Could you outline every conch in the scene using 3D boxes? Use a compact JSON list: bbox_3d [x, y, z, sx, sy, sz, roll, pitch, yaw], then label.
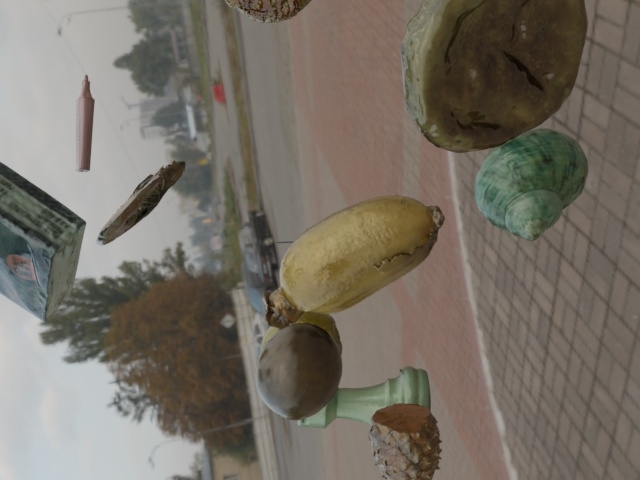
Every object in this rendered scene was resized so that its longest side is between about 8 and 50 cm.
[{"bbox_3d":[0.325,-0.087,1.069,0.188,0.176,0.122,-64,22,-7],"label":"conch"}]

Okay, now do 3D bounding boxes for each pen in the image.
[{"bbox_3d":[-0.480,-0.239,1.427,0.053,0.032,0.197,-3,85,60],"label":"pen"}]

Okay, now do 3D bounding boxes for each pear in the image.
[{"bbox_3d":[-0.033,0.209,1.371,0.149,0.162,0.149,51,-159,-29],"label":"pear"}]

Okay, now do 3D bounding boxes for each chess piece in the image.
[{"bbox_3d":[0.098,0.386,1.649,0.194,0.299,0.194,4,-90,-89],"label":"chess piece"}]

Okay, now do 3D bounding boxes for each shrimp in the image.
[{"bbox_3d":[-0.322,-0.081,1.298,0.143,0.052,0.251,-34,20,52],"label":"shrimp"}]

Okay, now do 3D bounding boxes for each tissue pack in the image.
[{"bbox_3d":[-0.531,-0.032,1.115,0.103,0.316,0.228,-55,-1,-43],"label":"tissue pack"}]

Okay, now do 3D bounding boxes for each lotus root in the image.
[{"bbox_3d":[0.041,0.021,1.034,0.146,0.303,0.131,27,-146,-62],"label":"lotus root"}]

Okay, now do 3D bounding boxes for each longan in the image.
[{"bbox_3d":[-0.022,0.143,0.769,0.113,0.092,0.113,13,-90,-71],"label":"longan"}]

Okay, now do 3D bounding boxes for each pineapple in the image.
[{"bbox_3d":[0.180,0.488,1.468,0.158,0.158,0.278,-137,42,-76],"label":"pineapple"}]

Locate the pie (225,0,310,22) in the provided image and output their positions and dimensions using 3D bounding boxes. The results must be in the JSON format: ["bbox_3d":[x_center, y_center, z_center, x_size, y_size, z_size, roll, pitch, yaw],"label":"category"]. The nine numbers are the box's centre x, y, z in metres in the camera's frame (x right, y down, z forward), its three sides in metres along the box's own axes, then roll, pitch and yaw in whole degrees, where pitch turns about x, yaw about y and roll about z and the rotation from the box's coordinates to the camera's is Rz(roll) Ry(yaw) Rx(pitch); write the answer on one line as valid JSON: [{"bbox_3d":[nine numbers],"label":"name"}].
[{"bbox_3d":[-0.067,-0.394,1.004,0.193,0.163,0.079,-39,31,41],"label":"pie"}]

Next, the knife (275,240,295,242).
[{"bbox_3d":[0.000,0.000,1.966,0.072,0.245,0.019,-17,-74,-80],"label":"knife"}]

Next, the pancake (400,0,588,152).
[{"bbox_3d":[0.230,-0.241,0.893,0.049,0.294,0.294,46,148,49],"label":"pancake"}]
